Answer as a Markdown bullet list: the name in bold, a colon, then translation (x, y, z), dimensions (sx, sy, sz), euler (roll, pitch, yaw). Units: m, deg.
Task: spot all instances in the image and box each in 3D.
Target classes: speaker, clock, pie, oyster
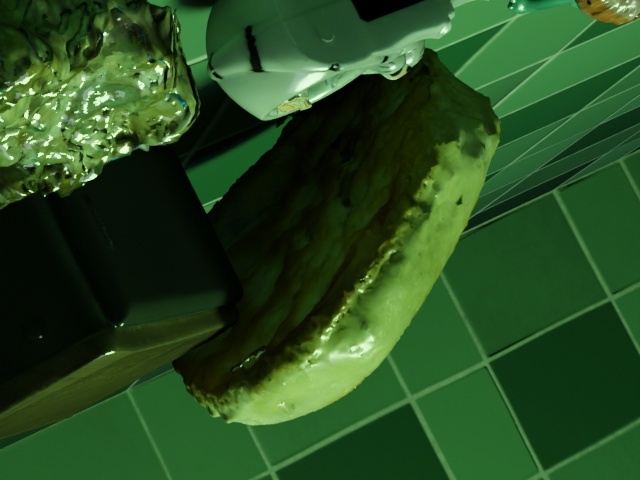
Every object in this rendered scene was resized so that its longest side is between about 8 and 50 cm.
- **speaker**: translation (-0.183, 0.031, 1.049), dimensions (0.192, 0.153, 0.231), euler (-30, 174, 16)
- **clock**: translation (0.004, -0.120, 0.933), dimensions (0.176, 0.080, 0.117), euler (-25, 174, -32)
- **pie**: translation (0.000, 0.000, 1.197), dimensions (0.315, 0.092, 0.315), euler (-38, -150, 27)
- **oyster**: translation (-0.175, -0.055, 0.706), dimensions (0.260, 0.092, 0.198), euler (-19, 166, -35)

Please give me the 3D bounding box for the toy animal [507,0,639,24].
- **toy animal**: translation (0.207, -0.210, 1.093), dimensions (0.103, 0.100, 0.208), euler (22, 150, -26)
